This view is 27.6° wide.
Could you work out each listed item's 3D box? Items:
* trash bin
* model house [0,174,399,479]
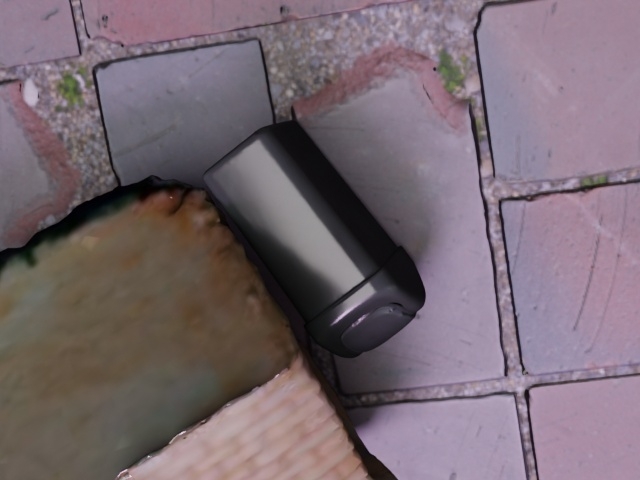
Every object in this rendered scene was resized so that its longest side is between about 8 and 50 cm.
[{"bbox_3d":[0.000,0.000,1.281,0.101,0.177,0.236,-38,89,15],"label":"trash bin"},{"bbox_3d":[-0.188,0.238,1.280,0.445,0.395,0.400,-34,133,-6],"label":"model house"}]
